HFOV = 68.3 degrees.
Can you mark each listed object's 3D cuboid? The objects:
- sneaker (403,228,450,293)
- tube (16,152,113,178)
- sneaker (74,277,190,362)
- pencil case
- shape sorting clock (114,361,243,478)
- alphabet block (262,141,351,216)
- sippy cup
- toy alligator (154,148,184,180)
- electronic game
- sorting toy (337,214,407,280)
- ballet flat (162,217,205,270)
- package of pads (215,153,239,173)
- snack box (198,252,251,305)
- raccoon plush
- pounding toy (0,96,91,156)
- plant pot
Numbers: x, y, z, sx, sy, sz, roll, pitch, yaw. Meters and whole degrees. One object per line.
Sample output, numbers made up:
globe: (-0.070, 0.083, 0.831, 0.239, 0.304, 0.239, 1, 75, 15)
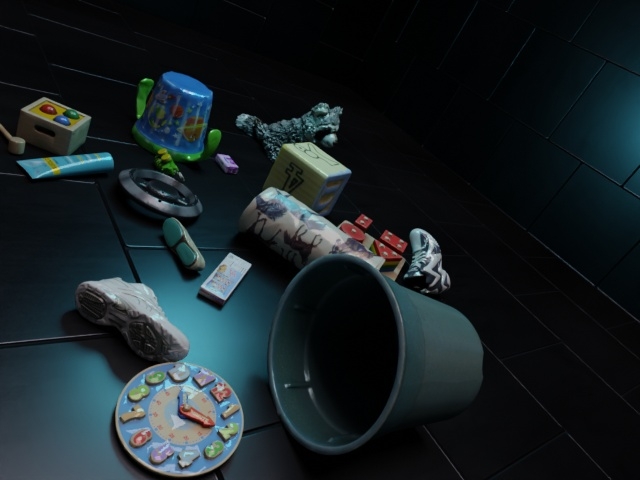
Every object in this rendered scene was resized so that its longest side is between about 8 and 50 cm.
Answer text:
sneaker: (0.330, 0.074, 1.576, 0.153, 0.094, 0.235, -9, 79, -43)
tube: (-0.626, -0.185, 1.174, 0.080, 0.052, 0.207, 33, 31, 28)
sneaker: (-0.326, 0.132, 0.873, 0.232, 0.090, 0.115, 34, 23, 6)
pencil case: (-0.032, 0.012, 1.301, 0.410, 0.184, 0.160, 34, 55, 8)
shape sorting clock: (-0.223, 0.281, 0.766, 0.206, 0.040, 0.206, 23, 27, -13)
alphabet block: (-0.046, -0.203, 1.618, 0.197, 0.194, 0.192, 39, 26, 17)
sippy cup: (-0.460, -0.407, 1.520, 0.305, 0.224, 0.240, 22, 27, -15)
toy alligator: (-0.453, -0.216, 1.386, 0.051, 0.056, 0.190, -29, 46, -13)
electronic game: (-0.424, -0.125, 1.260, 0.229, 0.048, 0.229, 29, 19, -11)
sorting toy: (0.161, 0.020, 1.553, 0.257, 0.089, 0.255, 34, 27, 7)
ballet flat: (-0.328, 0.014, 1.131, 0.168, 0.057, 0.052, 52, 6, 31)
package of pads: (-0.322, -0.264, 1.624, 0.050, 0.032, 0.083, -3, 41, -46)
snack box: (-0.223, 0.088, 1.122, 0.064, 0.022, 0.178, 30, 26, -2)
raccoon plush: (-0.129, -0.480, 1.895, 0.446, 0.299, 0.216, 31, 27, 3)
pounding toy: (-0.723, -0.294, 1.204, 0.180, 0.094, 0.206, 22, 27, -15)
plant pot: (0.129, 0.228, 0.932, 0.334, 0.341, 0.341, 18, 28, -40)
